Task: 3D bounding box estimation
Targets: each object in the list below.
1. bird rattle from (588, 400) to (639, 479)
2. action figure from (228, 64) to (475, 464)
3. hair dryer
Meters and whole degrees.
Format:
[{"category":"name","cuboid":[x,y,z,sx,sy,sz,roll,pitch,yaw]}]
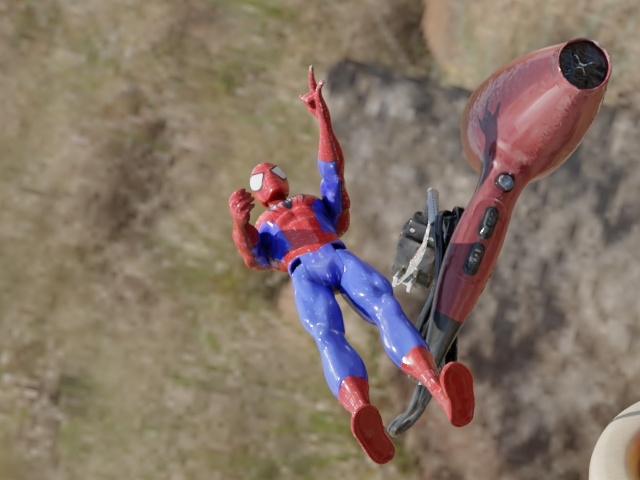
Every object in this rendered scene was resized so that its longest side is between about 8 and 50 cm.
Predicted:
[{"category":"bird rattle","cuboid":[0.280,0.147,1.230,0.143,0.206,0.253,80,-151,-43]},{"category":"action figure","cuboid":[0.000,0.000,1.201,0.280,0.091,0.139,-125,15,-54]},{"category":"hair dryer","cuboid":[0.125,-0.020,1.288,0.224,0.080,0.294,-88,18,-54]}]
